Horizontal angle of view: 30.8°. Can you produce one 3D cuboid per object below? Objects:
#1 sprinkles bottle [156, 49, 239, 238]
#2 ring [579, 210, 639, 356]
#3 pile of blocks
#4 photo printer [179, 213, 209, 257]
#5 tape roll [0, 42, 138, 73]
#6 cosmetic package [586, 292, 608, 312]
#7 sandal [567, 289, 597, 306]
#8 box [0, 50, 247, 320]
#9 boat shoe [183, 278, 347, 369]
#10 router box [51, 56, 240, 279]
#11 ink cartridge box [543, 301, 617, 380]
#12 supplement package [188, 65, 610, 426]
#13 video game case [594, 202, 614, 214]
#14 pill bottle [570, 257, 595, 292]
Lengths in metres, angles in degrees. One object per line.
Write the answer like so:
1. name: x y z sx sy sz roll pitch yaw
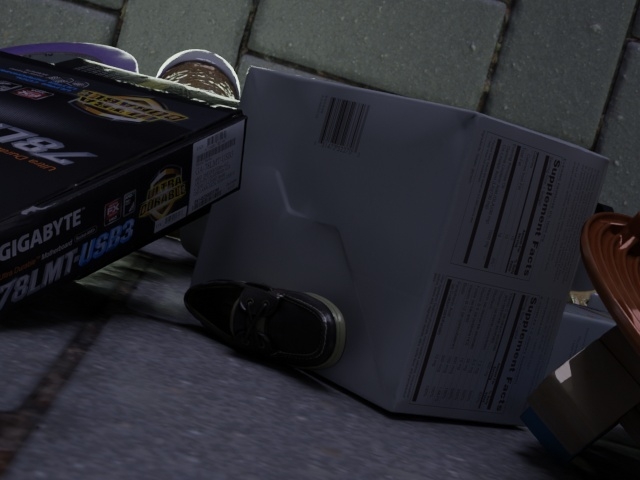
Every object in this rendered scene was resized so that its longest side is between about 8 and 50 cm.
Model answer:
1. sprinkles bottle: -0.166 -0.133 1.497 0.121 0.121 0.355 15 27 -11
2. ring: 0.289 0.093 0.674 0.337 0.032 0.336 32 23 -16
3. pile of blocks: 0.230 0.118 0.784 0.112 0.149 0.362 51 25 17
4. photo printer: 0.000 0.000 1.264 0.256 0.107 0.307 17 5 14
5. tape roll: -0.378 -0.184 1.559 0.275 0.090 0.275 -1 27 1
6. cosmetic package: 0.417 0.129 1.323 0.231 0.085 0.117 16 4 23
7. sandal: 0.346 0.107 1.542 0.240 0.088 0.079 11 31 44
8. box: -0.249 -0.061 0.815 0.296 0.073 0.293 17 24 23
9. boat shoe: -0.042 0.058 0.810 0.049 0.056 0.152 6 0 -38
10. router box: -0.220 -0.080 1.060 0.243 0.081 0.309 18 25 23
11. ink cartridge box: 0.243 0.100 1.116 0.175 0.072 0.127 13 5 -26
12. supplement package: 0.047 -0.004 0.874 0.145 0.204 0.262 13 5 -40
13. video game case: 0.294 -0.002 1.796 0.275 0.035 0.248 -23 -15 26
14. pill bottle: 0.507 0.068 1.850 0.162 0.162 0.278 20 6 41
